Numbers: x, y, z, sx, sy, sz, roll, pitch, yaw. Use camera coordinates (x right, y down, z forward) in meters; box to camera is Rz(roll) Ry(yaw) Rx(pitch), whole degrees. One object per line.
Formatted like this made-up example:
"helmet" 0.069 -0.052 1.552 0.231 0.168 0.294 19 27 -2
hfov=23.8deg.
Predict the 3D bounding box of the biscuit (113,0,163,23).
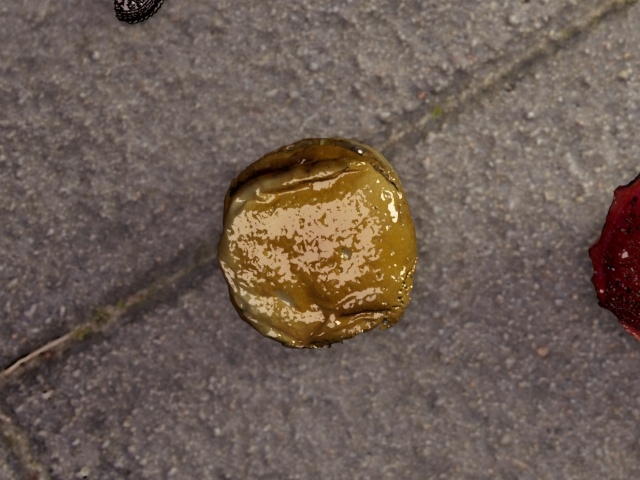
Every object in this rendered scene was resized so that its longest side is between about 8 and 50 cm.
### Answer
"biscuit" -0.228 -0.308 1.834 0.087 0.027 0.089 31 93 7

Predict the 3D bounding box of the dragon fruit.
"dragon fruit" 0.420 0.033 1.679 0.189 0.163 0.262 -36 87 -24

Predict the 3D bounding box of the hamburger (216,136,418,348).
"hamburger" 0.000 0.000 1.728 0.244 0.163 0.244 0 92 1
